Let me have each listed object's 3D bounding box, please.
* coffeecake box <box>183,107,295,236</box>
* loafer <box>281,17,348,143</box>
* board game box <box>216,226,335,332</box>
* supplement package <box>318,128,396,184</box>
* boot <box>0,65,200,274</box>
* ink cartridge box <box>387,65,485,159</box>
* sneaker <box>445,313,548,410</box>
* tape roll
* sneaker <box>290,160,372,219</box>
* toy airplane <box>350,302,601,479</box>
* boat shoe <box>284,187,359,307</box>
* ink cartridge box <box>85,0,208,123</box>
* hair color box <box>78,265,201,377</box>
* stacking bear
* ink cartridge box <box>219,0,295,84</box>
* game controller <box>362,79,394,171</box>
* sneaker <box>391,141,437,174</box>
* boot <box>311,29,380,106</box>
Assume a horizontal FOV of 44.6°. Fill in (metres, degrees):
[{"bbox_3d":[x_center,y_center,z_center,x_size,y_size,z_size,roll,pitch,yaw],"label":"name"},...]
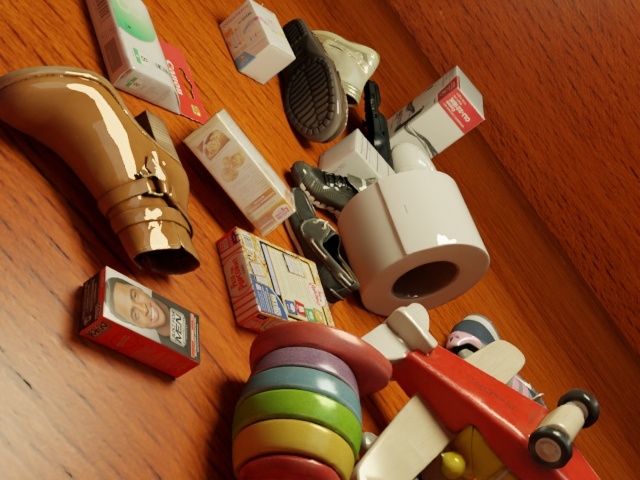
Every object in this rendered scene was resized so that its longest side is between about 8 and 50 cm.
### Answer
[{"bbox_3d":[-0.121,-0.109,1.213,0.185,0.068,0.142,51,6,-12],"label":"coffeecake box"},{"bbox_3d":[-0.001,-0.342,1.701,0.130,0.133,0.366,32,33,-43],"label":"loafer"},{"bbox_3d":[-0.061,0.076,1.168,0.193,0.045,0.147,27,37,-49],"label":"board game box"},{"bbox_3d":[0.090,-0.123,1.636,0.179,0.105,0.105,46,26,-22],"label":"supplement package"},{"bbox_3d":[-0.259,-0.071,0.933,0.283,0.109,0.220,26,41,-61],"label":"boot"},{"bbox_3d":[0.281,-0.304,2.028,0.114,0.273,0.197,45,26,-16],"label":"ink cartridge box"},{"bbox_3d":[0.365,0.317,1.638,0.131,0.112,0.319,-27,81,-49],"label":"sneaker"},{"bbox_3d":[0.169,0.008,1.449,0.246,0.246,0.169,27,37,-48],"label":"tape roll"},{"bbox_3d":[0.043,-0.097,1.510,0.234,0.106,0.078,38,28,-35],"label":"sneaker"},{"bbox_3d":[0.201,0.281,1.212,0.386,0.272,0.384,7,31,-14],"label":"toy airplane"},{"bbox_3d":[0.000,0.000,1.345,0.084,0.079,0.233,20,41,-52],"label":"boat shoe"},{"bbox_3d":[-0.259,-0.294,1.252,0.224,0.056,0.181,15,47,-55],"label":"ink cartridge box"},{"bbox_3d":[-0.200,0.095,0.881,0.141,0.043,0.072,34,33,-40],"label":"hair color box"},{"bbox_3d":[-0.027,0.250,0.891,0.164,0.175,0.289,45,33,-30],"label":"stacking bear"},{"bbox_3d":[-0.133,-0.412,1.591,0.090,0.092,0.143,13,47,-57],"label":"ink cartridge box"},{"bbox_3d":[0.128,-0.254,1.870,0.319,0.067,0.166,-92,166,-51],"label":"game controller"},{"bbox_3d":[0.217,-0.102,1.822,0.169,0.108,0.293,-2,70,-64],"label":"sneaker"},{"bbox_3d":[0.019,-0.413,1.883,0.077,0.213,0.165,92,20,-62],"label":"boot"}]
